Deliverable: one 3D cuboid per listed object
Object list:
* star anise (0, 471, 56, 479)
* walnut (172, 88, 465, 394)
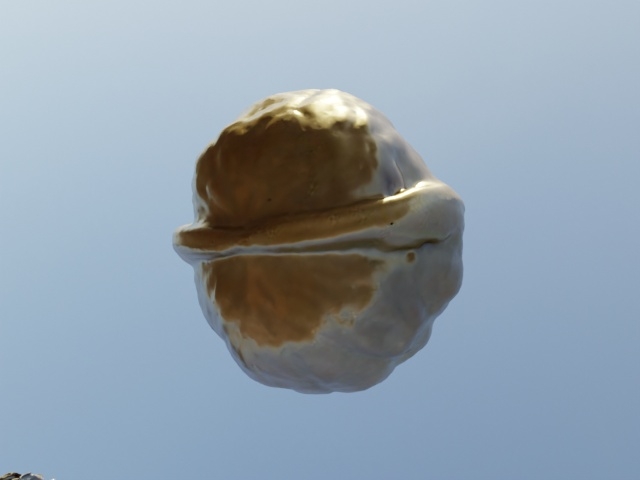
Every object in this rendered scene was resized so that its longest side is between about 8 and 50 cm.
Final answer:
[{"bbox_3d":[-0.564,0.514,1.713,0.195,0.182,0.065,9,-109,46],"label":"star anise"},{"bbox_3d":[0.000,0.000,0.810,0.285,0.285,0.297,-7,-93,38],"label":"walnut"}]
